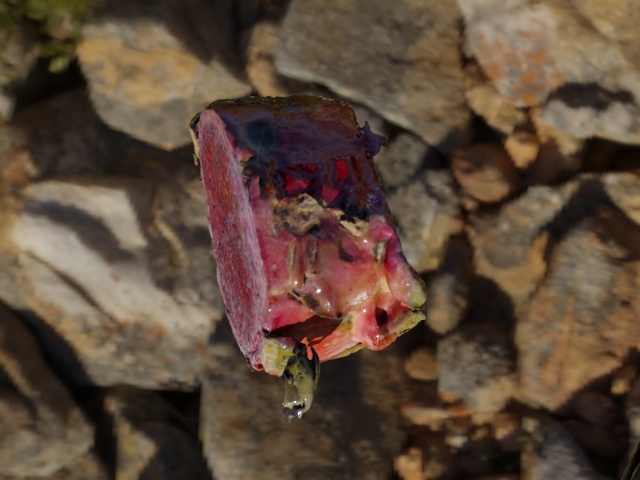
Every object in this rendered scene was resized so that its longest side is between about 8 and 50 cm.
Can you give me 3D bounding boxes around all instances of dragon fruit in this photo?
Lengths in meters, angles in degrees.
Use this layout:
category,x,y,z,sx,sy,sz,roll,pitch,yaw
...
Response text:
category,x,y,z,sx,sy,sz,roll,pitch,yaw
dragon fruit,0.000,0.000,1.210,0.211,0.147,0.282,97,156,-52

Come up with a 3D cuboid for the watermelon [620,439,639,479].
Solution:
category,x,y,z,sx,sy,sz,roll,pitch,yaw
watermelon,0.189,0.106,0.327,0.269,0.269,0.269,-6,80,35
